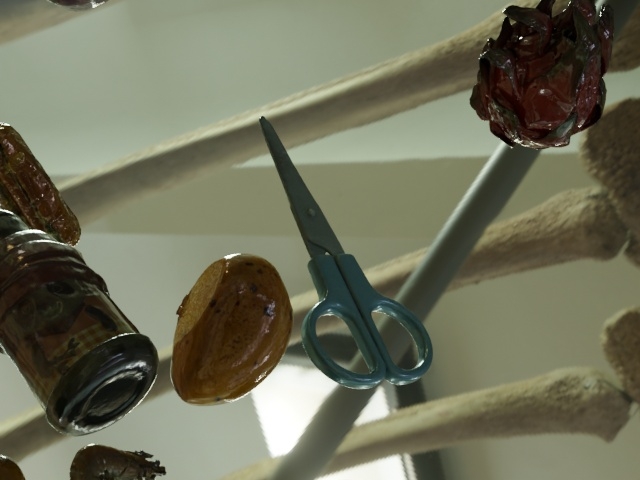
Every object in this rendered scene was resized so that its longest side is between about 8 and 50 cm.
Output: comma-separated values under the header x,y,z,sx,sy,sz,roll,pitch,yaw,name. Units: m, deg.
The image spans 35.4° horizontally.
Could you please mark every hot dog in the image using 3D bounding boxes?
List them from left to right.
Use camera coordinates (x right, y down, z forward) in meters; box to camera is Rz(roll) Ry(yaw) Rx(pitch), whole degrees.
x,y,z,sx,sy,sz,roll,pitch,yaw,name
-0.483,-0.079,1.644,0.115,0.072,0.269,-13,-53,20,hot dog

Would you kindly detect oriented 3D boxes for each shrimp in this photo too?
x,y,z,sx,sy,sz,roll,pitch,yaw,name
-0.267,0.340,1.354,0.034,0.178,0.124,-21,-119,27,shrimp

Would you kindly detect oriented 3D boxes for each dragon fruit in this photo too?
x,y,z,sx,sy,sz,roll,pitch,yaw,name
0.199,-0.149,0.896,0.121,0.130,0.142,12,-29,2,dragon fruit

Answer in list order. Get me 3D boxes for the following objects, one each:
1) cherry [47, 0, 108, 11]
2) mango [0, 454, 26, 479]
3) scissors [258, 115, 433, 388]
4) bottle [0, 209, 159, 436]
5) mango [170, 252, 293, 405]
x,y,z,sx,sy,sz,roll,pitch,yaw,name
-0.380,-0.473,1.571,0.213,0.183,0.266,-51,-138,15,cherry
-0.301,0.294,0.943,0.115,0.090,0.178,-117,-154,-63,mango
0.000,0.000,1.335,0.029,0.192,0.447,-52,-128,39,scissors
-0.304,0.079,1.080,0.271,0.156,0.143,44,-66,25,bottle
-0.153,0.165,1.743,0.191,0.290,0.160,39,-26,-20,mango
